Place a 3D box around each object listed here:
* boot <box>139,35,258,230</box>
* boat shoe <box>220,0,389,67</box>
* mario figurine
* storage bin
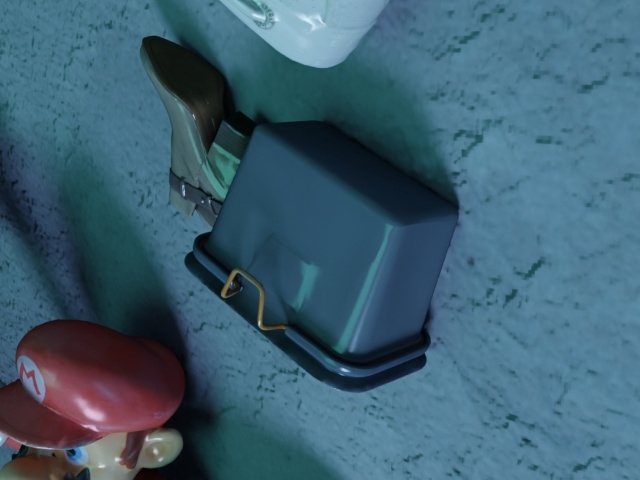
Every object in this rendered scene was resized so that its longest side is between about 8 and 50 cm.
[{"bbox_3d":[-0.079,-0.059,0.584,0.118,0.042,0.087,47,137,23],"label":"boot"},{"bbox_3d":[-0.103,-0.214,0.488,0.367,0.136,0.156,41,136,15],"label":"boat shoe"},{"bbox_3d":[-0.187,0.203,0.703,0.170,0.198,0.320,-98,7,-57],"label":"mario figurine"},{"bbox_3d":[0.000,0.000,0.492,0.135,0.098,0.091,36,120,32],"label":"storage bin"}]
